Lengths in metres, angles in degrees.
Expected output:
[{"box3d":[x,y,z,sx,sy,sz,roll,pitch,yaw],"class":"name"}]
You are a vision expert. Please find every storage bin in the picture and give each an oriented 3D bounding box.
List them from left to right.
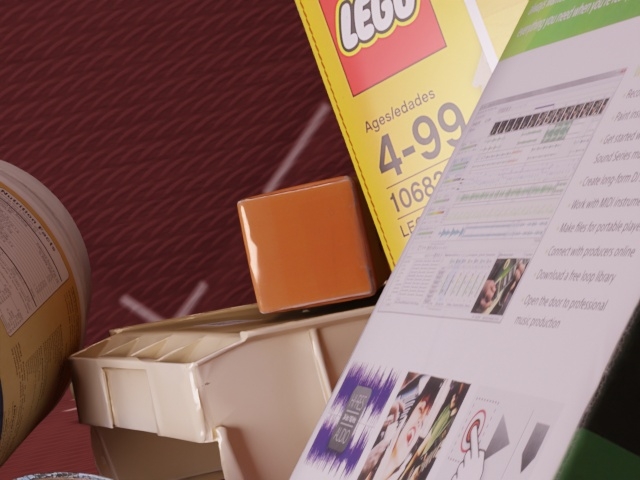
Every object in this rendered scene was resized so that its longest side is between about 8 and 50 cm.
[{"box3d":[0.000,0.102,1.276,0.260,0.123,0.262,-10,2,-24],"class":"storage bin"}]

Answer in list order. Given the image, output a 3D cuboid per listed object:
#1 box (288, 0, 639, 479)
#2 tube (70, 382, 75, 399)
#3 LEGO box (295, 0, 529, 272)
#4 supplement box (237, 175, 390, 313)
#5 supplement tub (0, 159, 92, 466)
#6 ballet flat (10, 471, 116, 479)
[{"box3d":[0.070,0.027,0.561,0.058,0.322,0.232,27,-6,-12],"class":"box"},{"box3d":[-0.175,0.146,1.869,0.070,0.062,0.240,-51,20,-13],"class":"tube"},{"box3d":[0.254,-0.105,0.879,0.500,0.372,0.193,-26,-9,41],"class":"LEGO box"},{"box3d":[0.000,0.000,1.297,0.080,0.078,0.233,-12,0,6],"class":"supplement box"},{"box3d":[-0.289,0.067,1.319,0.228,0.228,0.316,-9,13,11],"class":"supplement tub"},{"box3d":[-0.171,0.165,1.073,0.188,0.070,0.070,-5,2,12],"class":"ballet flat"}]
